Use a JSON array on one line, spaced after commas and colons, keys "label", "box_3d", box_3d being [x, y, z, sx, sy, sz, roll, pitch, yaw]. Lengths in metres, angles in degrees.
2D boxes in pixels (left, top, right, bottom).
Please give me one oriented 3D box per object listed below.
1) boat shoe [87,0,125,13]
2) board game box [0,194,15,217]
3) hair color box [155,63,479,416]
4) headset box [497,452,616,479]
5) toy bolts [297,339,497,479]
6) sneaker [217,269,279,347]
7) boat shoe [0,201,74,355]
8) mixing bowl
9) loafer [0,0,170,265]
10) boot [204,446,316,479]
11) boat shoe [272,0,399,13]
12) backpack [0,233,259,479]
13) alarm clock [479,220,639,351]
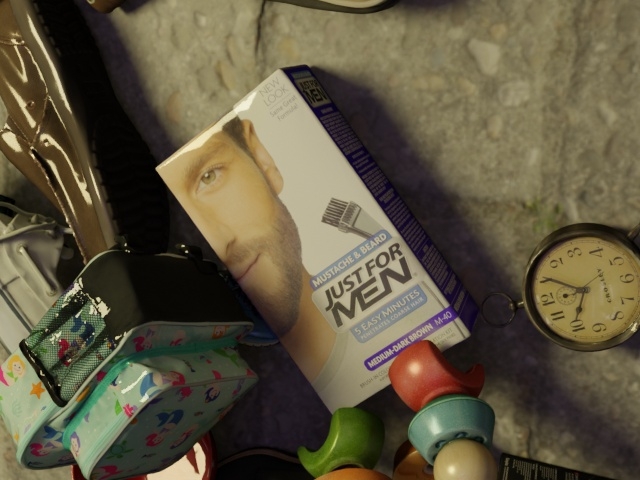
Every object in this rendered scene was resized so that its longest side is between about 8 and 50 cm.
[{"label": "boat shoe", "box_3d": [-0.305, -0.356, 1.031, 0.257, 0.095, 0.095, 46, 115, 1]}, {"label": "board game box", "box_3d": [-0.484, -0.022, 1.184, 0.186, 0.026, 0.126, 20, 106, 10]}, {"label": "hair color box", "box_3d": [0.000, 0.000, 1.022, 0.185, 0.110, 0.339, -36, 90, 20]}, {"label": "headset box", "box_3d": [0.312, 0.342, 0.956, 0.293, 0.218, 0.110, 11, 106, 12]}, {"label": "toy bolts", "box_3d": [0.112, 0.242, 0.962, 0.218, 0.158, 0.228, 21, 124, -25]}, {"label": "sneaker", "box_3d": [-0.103, 0.068, 1.087, 0.162, 0.063, 0.073, 26, 104, 8]}, {"label": "boat shoe", "box_3d": [-0.341, 0.022, 1.094, 0.156, 0.136, 0.367, -37, 107, -21]}, {"label": "mixing bowl", "box_3d": [-0.192, 0.265, 1.118, 0.181, 0.098, 0.181, -5, 74, 18]}, {"label": "loafer", "box_3d": [-0.287, -0.109, 1.070, 0.130, 0.134, 0.366, -24, 85, 21]}, {"label": "boot", "box_3d": [-0.061, 0.300, 1.086, 0.198, 0.137, 0.077, -9, 99, 17]}, {"label": "boat shoe", "box_3d": [-0.060, -0.305, 0.989, 0.335, 0.095, 0.112, 19, 103, 15]}, {"label": "backpack", "box_3d": [-0.207, 0.143, 0.982, 0.253, 0.225, 0.191, -39, 68, 23]}, {"label": "alarm clock", "box_3d": [0.260, 0.052, 0.987, 0.192, 0.064, 0.129, -17, 98, 15]}]
